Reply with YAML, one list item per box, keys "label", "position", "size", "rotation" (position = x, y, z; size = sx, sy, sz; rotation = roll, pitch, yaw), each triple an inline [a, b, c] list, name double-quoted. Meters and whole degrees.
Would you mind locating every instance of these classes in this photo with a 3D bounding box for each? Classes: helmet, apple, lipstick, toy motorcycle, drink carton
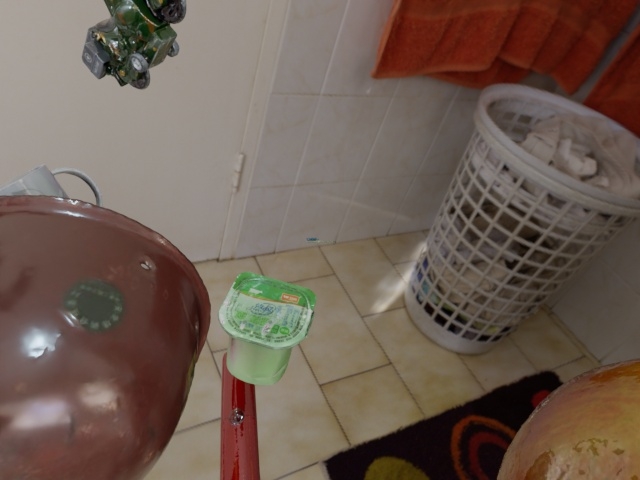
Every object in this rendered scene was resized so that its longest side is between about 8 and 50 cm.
- label: "helmet"
  position: [-0.283, 0.169, 0.483]
  size: [0.338, 0.384, 0.230]
  rotation: [16, 27, -25]
- label: "apple"
  position: [0.295, 0.261, 0.519]
  size: [0.179, 0.346, 0.254]
  rotation: [46, 33, 19]
- label: "lipstick"
  position: [-0.151, 0.343, 0.906]
  size: [0.073, 0.073, 0.279]
  rotation: [5, 51, -18]
- label: "toy motorcycle"
  position: [-0.317, -0.365, 0.785]
  size: [0.187, 0.275, 0.124]
  rotation: [49, 51, -8]
- label: "drink carton"
  position: [-0.098, 0.162, 0.829]
  size: [0.146, 0.142, 0.144]
  rotation: [17, 38, 2]

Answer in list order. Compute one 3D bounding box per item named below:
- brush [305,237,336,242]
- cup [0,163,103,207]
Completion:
- label: "brush"
  position: [0.000, 0.000, 1.169]
  size: [0.084, 0.013, 0.016]
  rotation: [2, -6, 38]
- label: "cup"
  position: [-0.379, -0.039, 0.692]
  size: [0.136, 0.133, 0.099]
  rotation: [-33, 24, -14]
